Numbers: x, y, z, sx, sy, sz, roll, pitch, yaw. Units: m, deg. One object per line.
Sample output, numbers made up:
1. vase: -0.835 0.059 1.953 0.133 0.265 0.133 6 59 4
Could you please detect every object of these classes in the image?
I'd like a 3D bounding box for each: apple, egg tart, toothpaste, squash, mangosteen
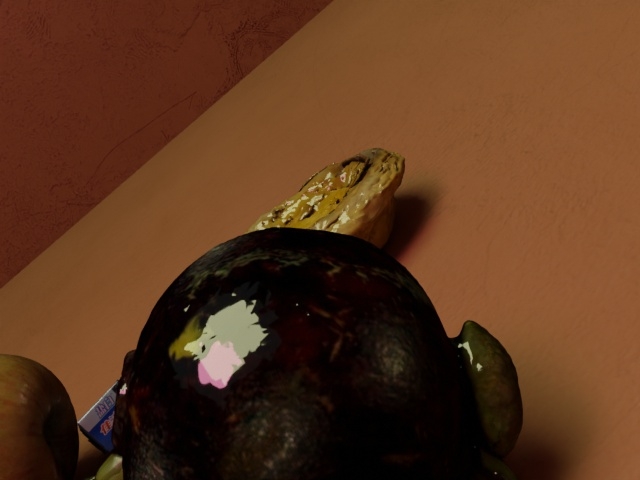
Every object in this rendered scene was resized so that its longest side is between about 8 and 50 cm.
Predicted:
1. apple: -0.408 0.262 1.020 0.193 0.261 0.261 -10 24 1
2. egg tart: 0.000 0.000 1.054 0.290 0.107 0.291 -35 16 12
3. toothpaste: -0.249 0.216 0.992 0.066 0.053 0.272 -49 2 -21
4. squash: -0.204 0.243 0.983 0.183 0.052 0.052 -45 21 -9
5. mangosteen: -0.003 0.127 0.594 0.288 0.288 0.288 -34 21 16
